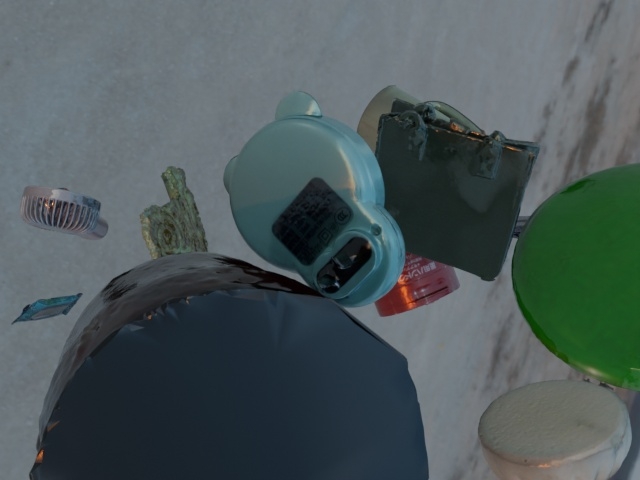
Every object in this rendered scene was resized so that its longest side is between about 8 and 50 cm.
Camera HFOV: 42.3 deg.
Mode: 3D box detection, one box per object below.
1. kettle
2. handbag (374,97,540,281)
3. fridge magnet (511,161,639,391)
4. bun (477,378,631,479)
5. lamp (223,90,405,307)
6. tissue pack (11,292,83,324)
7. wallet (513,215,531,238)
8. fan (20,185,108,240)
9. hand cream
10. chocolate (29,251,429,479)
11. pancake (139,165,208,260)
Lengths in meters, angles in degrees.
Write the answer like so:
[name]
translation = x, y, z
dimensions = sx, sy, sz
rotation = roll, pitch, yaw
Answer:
[kettle]
translation = 0.249, -0.251, 1.949
dimensions = 0.240, 0.255, 0.165
rotation = -41, 152, -32
[handbag]
translation = 0.201, -0.082, 1.328
dimensions = 0.079, 0.247, 0.260
rotation = -55, 159, -48
[fridge magnet]
translation = 0.246, 0.024, 0.606
dimensions = 0.208, 0.208, 0.088
rotation = -59, 147, -30
[bun]
translation = 0.416, 0.376, 1.446
dimensions = 0.263, 0.263, 0.175
rotation = -38, 118, -53
[lamp]
translation = -0.003, -0.040, 1.085
dimensions = 0.147, 0.284, 0.209
rotation = 6, 133, -50
[tissue pack]
translation = -0.586, 0.144, 1.775
dimensions = 0.085, 0.028, 0.138
rotation = -41, 158, 33
[wallet]
translation = 0.366, -0.021, 1.460
dimensions = 0.166, 0.111, 0.030
rotation = -106, -167, -82
[fan]
translation = -0.441, -0.044, 1.470
dimensions = 0.244, 0.130, 0.074
rotation = 73, 25, -80
[hand cream]
translation = 0.192, 0.075, 1.776
dimensions = 0.193, 0.193, 0.125
rotation = -24, 92, -60
[chocolate]
translation = -0.119, 0.190, 0.907
dimensions = 0.331, 0.384, 0.383
rotation = -155, -99, -75
[pancake]
translation = -0.300, 0.003, 1.640
dimensions = 0.197, 0.054, 0.376
rotation = 52, 26, -42
